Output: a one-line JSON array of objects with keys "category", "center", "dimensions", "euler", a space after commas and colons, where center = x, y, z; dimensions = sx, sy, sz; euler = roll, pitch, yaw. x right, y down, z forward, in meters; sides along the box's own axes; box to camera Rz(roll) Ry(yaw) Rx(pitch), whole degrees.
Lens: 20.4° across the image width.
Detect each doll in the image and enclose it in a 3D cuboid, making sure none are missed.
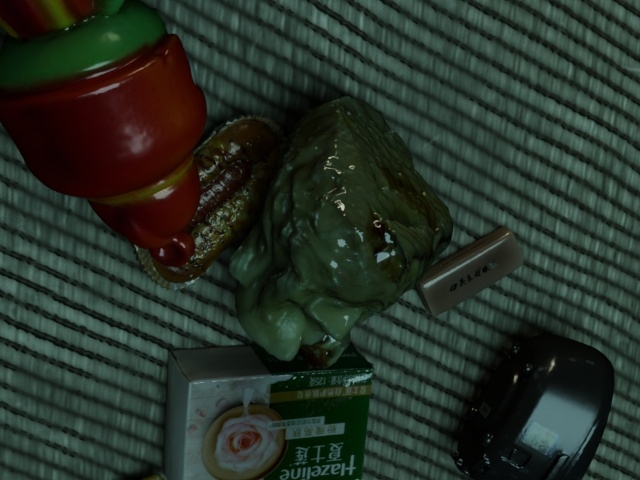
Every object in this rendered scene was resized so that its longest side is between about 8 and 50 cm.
[{"category": "doll", "center": [-0.193, -0.125, 1.543], "dimensions": [0.183, 0.160, 0.363], "euler": [-7, 124, 30]}]

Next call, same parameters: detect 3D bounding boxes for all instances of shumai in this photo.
[{"category": "shumai", "center": [0.002, -0.001, 1.672], "dimensions": [0.218, 0.256, 0.189], "euler": [-43, 84, 20]}]

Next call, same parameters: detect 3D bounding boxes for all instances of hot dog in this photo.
[{"category": "hot dog", "center": [-0.104, -0.040, 1.682], "dimensions": [0.192, 0.053, 0.099], "euler": [-49, 124, 4]}]

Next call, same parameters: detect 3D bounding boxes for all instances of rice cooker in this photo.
[{"category": "rice cooker", "center": [0.224, 0.193, 1.859], "dimensions": [0.118, 0.142, 0.203], "euler": [27, 98, -16]}]

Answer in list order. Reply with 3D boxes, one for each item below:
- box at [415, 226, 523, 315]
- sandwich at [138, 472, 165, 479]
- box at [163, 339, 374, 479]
[{"category": "box", "center": [0.154, 0.032, 1.831], "dimensions": [0.115, 0.025, 0.048], "euler": [-29, 117, -9]}, {"category": "sandwich", "center": [-0.211, 0.319, 1.740], "dimensions": [0.220, 0.108, 0.186], "euler": [32, 102, -28]}, {"category": "box", "center": [-0.054, 0.178, 1.775], "dimensions": [0.199, 0.081, 0.135], "euler": [-3, 112, -19]}]
